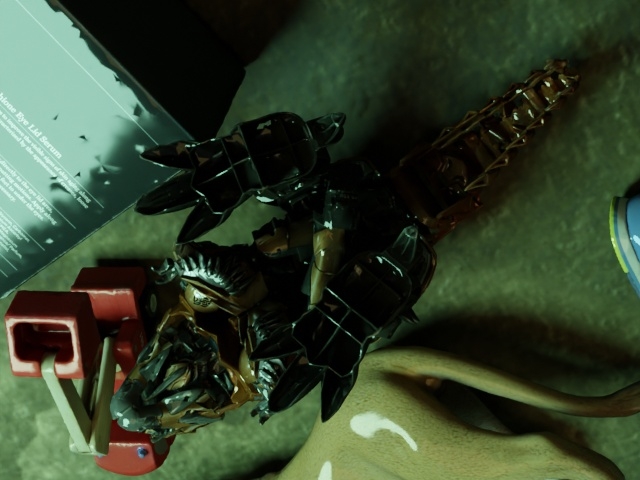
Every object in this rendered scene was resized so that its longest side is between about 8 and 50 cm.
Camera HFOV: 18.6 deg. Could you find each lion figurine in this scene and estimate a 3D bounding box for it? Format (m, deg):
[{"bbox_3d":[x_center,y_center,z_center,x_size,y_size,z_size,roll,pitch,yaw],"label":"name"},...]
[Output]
[{"bbox_3d":[0.020,0.173,1.270,0.240,0.142,0.392,35,111,-2],"label":"lion figurine"}]

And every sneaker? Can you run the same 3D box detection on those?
[{"bbox_3d":[0.223,0.029,1.153,0.059,0.053,0.144,-22,118,23],"label":"sneaker"}]

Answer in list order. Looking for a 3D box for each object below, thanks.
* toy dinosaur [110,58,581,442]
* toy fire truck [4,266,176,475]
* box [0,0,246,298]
[{"bbox_3d":[0.000,0.000,1.122,0.164,0.218,0.322,33,96,14],"label":"toy dinosaur"},{"bbox_3d":[-0.138,0.087,1.225,0.047,0.135,0.192,0,125,13],"label":"toy fire truck"},{"bbox_3d":[-0.201,-0.120,1.119,0.184,0.103,0.261,-31,112,33],"label":"box"}]
